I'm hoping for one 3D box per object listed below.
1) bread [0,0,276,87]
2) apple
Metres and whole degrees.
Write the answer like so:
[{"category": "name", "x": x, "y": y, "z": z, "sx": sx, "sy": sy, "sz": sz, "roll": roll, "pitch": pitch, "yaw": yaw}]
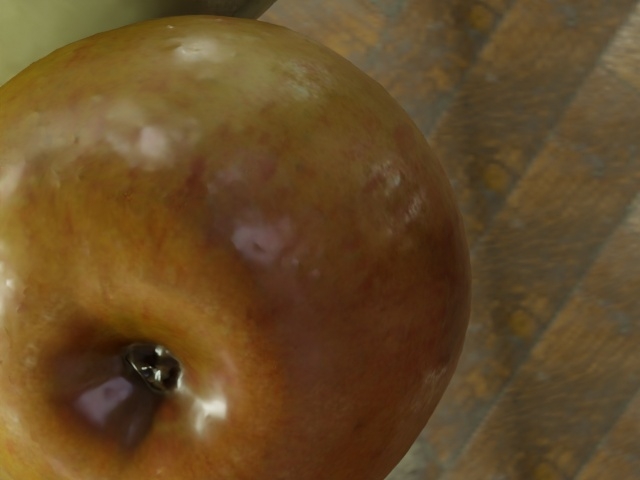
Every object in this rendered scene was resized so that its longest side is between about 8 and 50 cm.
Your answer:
[{"category": "bread", "x": -0.203, "y": -0.195, "z": 1.145, "sx": 0.376, "sy": 0.348, "sz": 0.253, "roll": -32, "pitch": 115, "yaw": 32}, {"category": "apple", "x": -0.068, "y": 0.027, "z": 0.923, "sx": 0.299, "sy": 0.275, "sz": 0.299, "roll": 3, "pitch": 104, "yaw": 11}]
